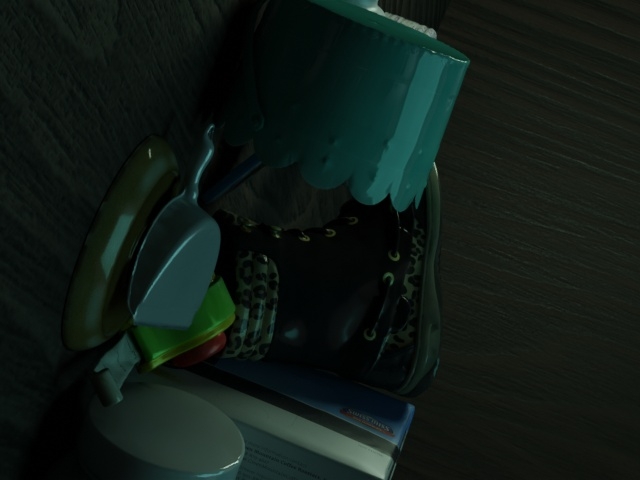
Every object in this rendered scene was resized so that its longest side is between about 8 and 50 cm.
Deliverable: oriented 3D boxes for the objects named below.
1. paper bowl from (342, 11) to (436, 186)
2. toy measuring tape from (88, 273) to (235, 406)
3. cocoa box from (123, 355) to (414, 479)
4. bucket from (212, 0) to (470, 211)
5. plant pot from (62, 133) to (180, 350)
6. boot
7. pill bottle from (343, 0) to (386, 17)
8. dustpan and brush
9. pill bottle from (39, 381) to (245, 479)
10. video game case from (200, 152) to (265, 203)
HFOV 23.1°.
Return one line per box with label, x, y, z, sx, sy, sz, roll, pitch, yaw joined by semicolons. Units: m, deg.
paper bowl;0.070;-0.226;2.487;0.284;0.148;0.284;23;90;-84
toy measuring tape;-0.161;0.095;1.704;0.330;0.121;0.121;-64;175;-76
cocoa box;-0.094;0.270;1.881;0.228;0.347;0.231;-54;164;-69
bucket;0.027;-0.169;1.790;0.281;0.281;0.183;-40;153;-77
plant pot;-0.194;0.008;1.583;0.236;0.032;0.236;21;90;-84
boot;0.000;0.000;1.932;0.138;0.284;0.377;144;-51;-59
pill bottle;0.013;-0.255;2.015;0.124;0.124;0.221;-52;163;-68
dustpan and brush;-0.139;-0.017;1.608;0.211;0.060;0.147;-63;160;4
pill bottle;-0.221;0.370;1.695;0.229;0.229;0.408;-52;163;-68
video game case;-0.084;-0.095;1.976;0.119;0.015;0.166;-37;180;13
